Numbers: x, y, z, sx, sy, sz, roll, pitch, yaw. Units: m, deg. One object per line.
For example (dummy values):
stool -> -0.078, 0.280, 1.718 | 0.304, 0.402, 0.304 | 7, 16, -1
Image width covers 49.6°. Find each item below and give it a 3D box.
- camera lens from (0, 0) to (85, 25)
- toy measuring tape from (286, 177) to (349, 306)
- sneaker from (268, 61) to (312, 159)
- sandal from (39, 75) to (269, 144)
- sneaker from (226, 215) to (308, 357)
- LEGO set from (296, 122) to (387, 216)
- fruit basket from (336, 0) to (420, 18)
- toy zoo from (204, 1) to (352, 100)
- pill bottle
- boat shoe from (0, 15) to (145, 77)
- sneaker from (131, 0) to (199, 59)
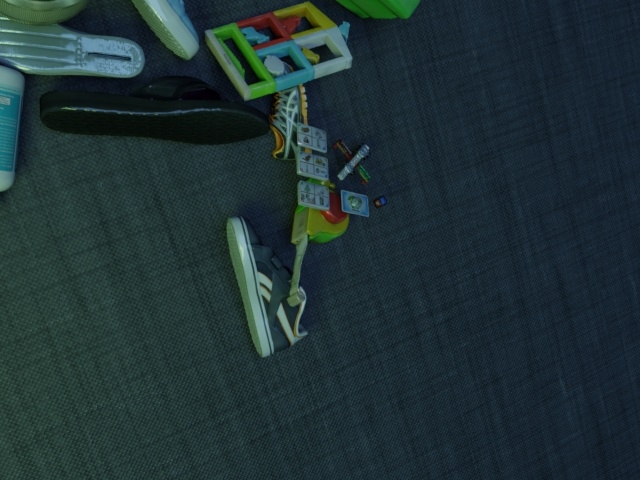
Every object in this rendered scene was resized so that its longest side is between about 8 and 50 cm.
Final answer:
camera lens -> -0.444, -0.454, 1.069 | 0.219, 0.274, 0.219 | -4, 100, -23
toy measuring tape -> 0.000, 0.000, 1.486 | 0.121, 0.121, 0.330 | 20, 57, -23
sneaker -> -0.075, -0.273, 1.487 | 0.083, 0.084, 0.215 | -13, 101, -16
sandal -> -0.309, -0.268, 1.355 | 0.445, 0.167, 0.107 | 2, 77, -23
sneaker -> -0.111, 0.086, 1.484 | 0.127, 0.126, 0.321 | -18, 113, -15
LEGO set -> 0.040, -0.138, 1.503 | 0.244, 0.060, 0.182 | 10, 69, -36
fruit basket -> 0.099, -0.695, 1.436 | 0.392, 0.283, 0.392 | -13, 112, -34
toy zoo -> -0.068, -0.404, 1.441 | 0.293, 0.030, 0.192 | -23, 63, -20
pill bottle -> -0.617, -0.181, 1.237 | 0.146, 0.146, 0.264 | 6, 92, -23
boat shoe -> -0.486, -0.351, 1.299 | 0.302, 0.094, 0.109 | 8, 88, -25
sneaker -> -0.316, -0.535, 1.333 | 0.150, 0.135, 0.366 | -36, 107, -10
